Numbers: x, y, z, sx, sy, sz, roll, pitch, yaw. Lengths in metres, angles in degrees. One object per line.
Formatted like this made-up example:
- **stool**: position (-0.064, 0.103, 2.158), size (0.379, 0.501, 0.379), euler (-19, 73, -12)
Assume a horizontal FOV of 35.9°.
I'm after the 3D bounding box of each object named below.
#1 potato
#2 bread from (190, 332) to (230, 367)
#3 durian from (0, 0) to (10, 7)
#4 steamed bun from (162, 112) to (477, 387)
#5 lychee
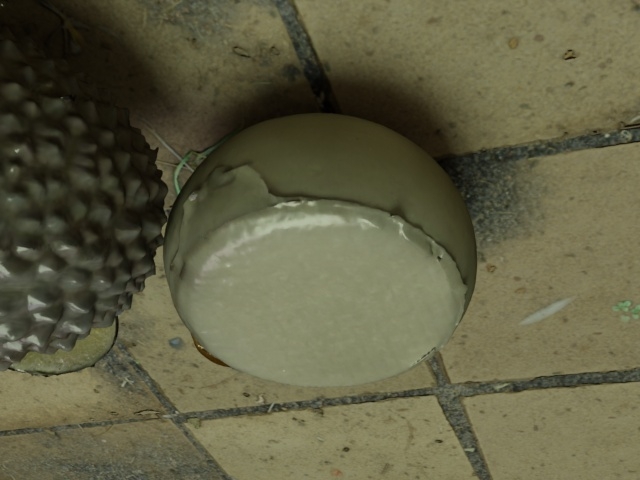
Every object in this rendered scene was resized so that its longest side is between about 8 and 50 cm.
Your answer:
- **potato**: position (-0.407, 0.106, 1.465), size (0.202, 0.182, 0.117), euler (0, 180, -18)
- **bread**: position (-0.077, 0.129, 1.446), size (0.236, 0.106, 0.140), euler (2, 141, 9)
- **durian**: position (-0.350, -0.299, 0.930), size (0.166, 0.196, 0.196), euler (-5, 138, 31)
- **steamed bun**: position (0.000, 0.000, 1.180), size (0.374, 0.241, 0.374), euler (1, 136, 1)
- **lychee**: position (-0.380, -0.043, 1.053), size (0.432, 0.380, 0.380), euler (9, 140, -17)
